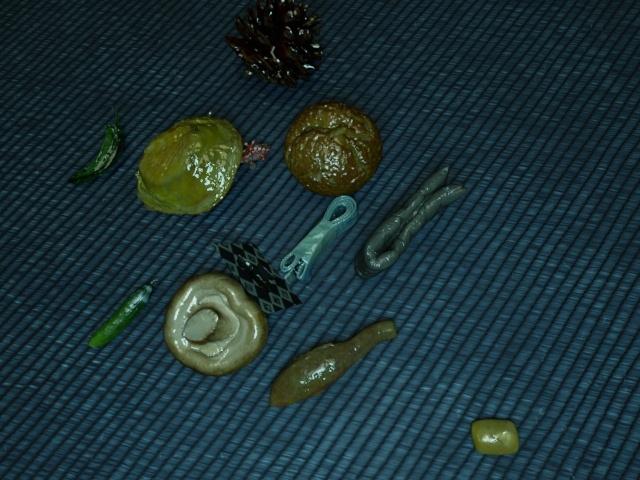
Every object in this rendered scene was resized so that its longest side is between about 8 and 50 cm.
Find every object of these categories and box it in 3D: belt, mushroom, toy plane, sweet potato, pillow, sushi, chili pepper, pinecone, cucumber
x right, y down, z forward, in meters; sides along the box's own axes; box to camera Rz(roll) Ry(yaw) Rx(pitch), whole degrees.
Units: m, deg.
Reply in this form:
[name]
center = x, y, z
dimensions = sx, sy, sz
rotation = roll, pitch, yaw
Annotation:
[belt]
center = 0.000, 0.000, 1.167
dimensions = 0.087, 0.072, 0.302
rotation = 36, 78, 15
[mushroom]
center = -0.274, 0.217, 1.070
dimensions = 0.277, 0.146, 0.279
rotation = -1, 83, 7
[toy plane]
center = -0.243, -0.243, 1.257
dimensions = 0.194, 0.077, 0.126
rotation = -44, 72, -2
[sweet potato]
center = 0.030, 0.310, 1.055
dimensions = 0.384, 0.109, 0.109
rotation = -30, 74, -6
[pillow]
center = 0.221, -0.035, 1.086
dimensions = 0.326, 0.228, 0.101
rotation = -42, 81, -11
[sushi]
center = -0.176, 0.107, 1.084
dimensions = 0.047, 0.219, 0.231
rotation = -45, 75, 14
[chili pepper]
center = -0.681, -0.282, 1.291
dimensions = 0.122, 0.065, 0.279
rotation = 26, 80, 6
[pinecone]
center = -0.129, -0.620, 1.275
dimensions = 0.295, 0.242, 0.298
rotation = -33, 68, -5
[cucumber]
center = -0.543, 0.205, 1.140
dimensions = 0.056, 0.056, 0.250
rotation = 39, 81, 13

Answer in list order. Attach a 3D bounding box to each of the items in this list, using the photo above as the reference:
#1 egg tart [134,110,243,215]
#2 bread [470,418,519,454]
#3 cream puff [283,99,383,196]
[egg tart]
center = -0.391, -0.240, 1.190
dimensions = 0.351, 0.153, 0.340
rotation = 14, 77, 28
[bread]
center = 0.432, 0.484, 1.006
dimensions = 0.115, 0.056, 0.082
rotation = 2, 72, 3
[cream puff]
center = 0.037, -0.272, 1.157
dimensions = 0.302, 0.212, 0.304
rotation = 0, 58, 0
